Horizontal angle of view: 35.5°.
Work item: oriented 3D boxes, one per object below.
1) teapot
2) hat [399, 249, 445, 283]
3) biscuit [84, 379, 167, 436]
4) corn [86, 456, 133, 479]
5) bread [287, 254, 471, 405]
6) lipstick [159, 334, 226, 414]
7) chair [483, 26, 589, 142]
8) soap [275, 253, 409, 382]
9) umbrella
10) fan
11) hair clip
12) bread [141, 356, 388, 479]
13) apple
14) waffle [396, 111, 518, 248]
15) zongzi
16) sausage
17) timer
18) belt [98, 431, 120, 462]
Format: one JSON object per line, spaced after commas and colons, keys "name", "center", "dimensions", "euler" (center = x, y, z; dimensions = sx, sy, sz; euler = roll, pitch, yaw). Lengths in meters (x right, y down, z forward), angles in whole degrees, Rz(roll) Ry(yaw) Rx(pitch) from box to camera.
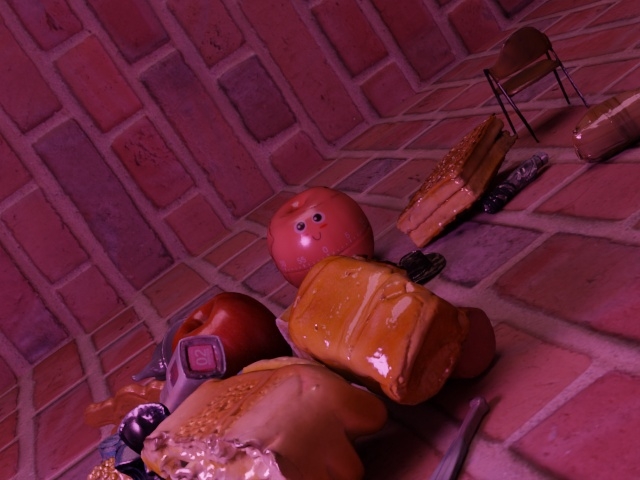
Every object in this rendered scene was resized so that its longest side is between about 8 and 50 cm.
{"name": "teapot", "center": [-0.286, 0.262, 2.159], "dimensions": [0.239, 0.162, 0.149], "euler": [-13, -15, -38]}
{"name": "hat", "center": [0.183, 0.051, 1.959], "dimensions": [0.121, 0.050, 0.121], "euler": [-33, 16, 10]}
{"name": "biscuit", "center": [-0.360, 0.345, 2.008], "dimensions": [0.236, 0.144, 0.040], "euler": [-28, 39, 30]}
{"name": "corn", "center": [-0.295, 0.394, 1.805], "dimensions": [0.288, 0.086, 0.086], "euler": [-29, 14, 10]}
{"name": "bread", "center": [0.073, 0.125, 1.436], "dimensions": [0.167, 0.132, 0.294], "euler": [-57, 30, -7]}
{"name": "lipstick", "center": [-0.226, 0.243, 1.725], "dimensions": [0.077, 0.079, 0.253], "euler": [-4, -24, -20]}
{"name": "chair", "center": [0.488, -0.375, 2.327], "dimensions": [0.159, 0.247, 0.172], "euler": [-33, 12, -1]}
{"name": "soap", "center": [0.057, 0.122, 1.770], "dimensions": [0.257, 0.160, 0.080], "euler": [-42, 14, -36]}
{"name": "umbrella", "center": [0.405, -0.119, 2.064], "dimensions": [0.188, 0.046, 0.050], "euler": [-38, 44, -23]}
{"name": "fan", "center": [0.152, 0.289, 1.250], "dimensions": [0.057, 0.023, 0.282], "euler": [-34, 10, 40]}
{"name": "hair clip", "center": [-0.204, 0.337, 1.606], "dimensions": [0.310, 0.194, 0.206], "euler": [-30, -8, 22]}
{"name": "bread", "center": [-0.063, 0.290, 1.383], "dimensions": [0.316, 0.211, 0.270], "euler": [-7, 23, 39]}
{"name": "apple", "center": [-0.165, 0.213, 1.896], "dimensions": [0.218, 0.201, 0.218], "euler": [-36, 18, 14]}
{"name": "waffle", "center": [0.294, -0.131, 2.150], "dimensions": [0.213, 0.091, 0.308], "euler": [-44, 5, 41]}
{"name": "zongzi", "center": [0.582, -0.237, 1.961], "dimensions": [0.194, 0.099, 0.197], "euler": [-29, 7, 20]}
{"name": "sausage", "center": [0.147, 0.162, 1.527], "dimensions": [0.113, 0.113, 0.259], "euler": [-42, 17, -32]}
{"name": "timer", "center": [0.000, 0.000, 2.214], "dimensions": [0.229, 0.215, 0.229], "euler": [-31, 13, 8]}
{"name": "belt", "center": [-0.343, 0.394, 1.925], "dimensions": [0.148, 0.082, 0.163], "euler": [-30, 5, -34]}
